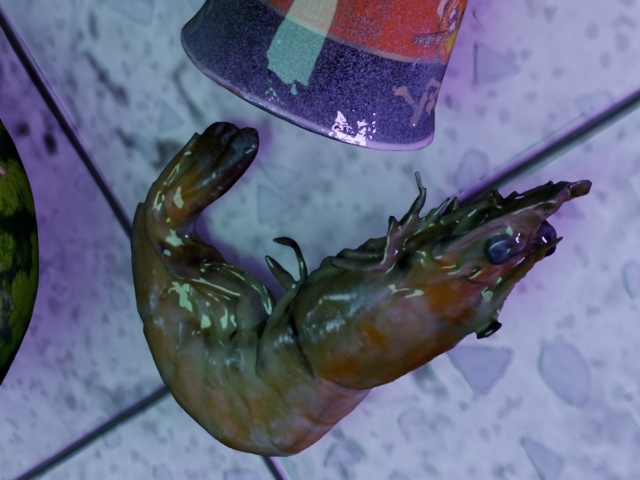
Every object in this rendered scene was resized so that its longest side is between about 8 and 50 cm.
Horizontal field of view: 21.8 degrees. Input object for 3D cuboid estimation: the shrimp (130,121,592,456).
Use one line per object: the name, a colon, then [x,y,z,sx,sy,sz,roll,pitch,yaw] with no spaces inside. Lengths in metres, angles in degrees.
shrimp: [0.000,0.000,0.816,0.296,0.058,0.169,-36,83,41]

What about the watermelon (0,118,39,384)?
watermelon: [-0.291,0.010,0.873,0.285,0.285,0.285,13,114,30]

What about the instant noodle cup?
instant noodle cup: [0.019,-0.126,0.721,0.127,0.127,0.135,33,114,21]
